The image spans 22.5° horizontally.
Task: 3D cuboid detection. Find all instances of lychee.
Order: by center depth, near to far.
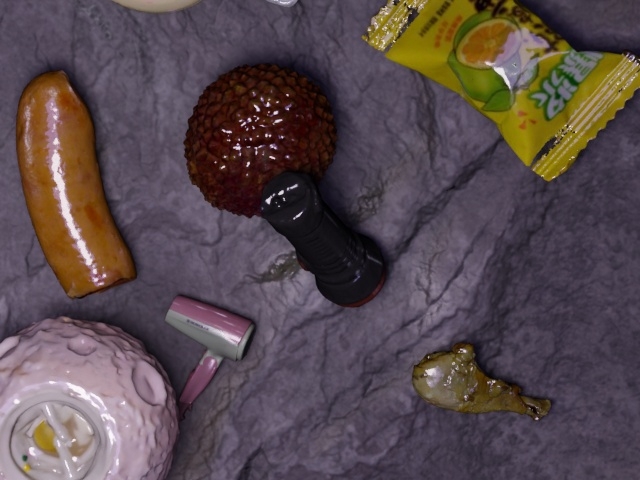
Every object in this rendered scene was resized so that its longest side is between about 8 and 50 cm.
[{"bbox_3d":[-0.068,-0.114,1.849,0.188,0.188,0.188,0,96,2],"label":"lychee"}]

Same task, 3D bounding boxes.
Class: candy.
[{"bbox_3d":[0.216,-0.220,1.880,0.297,0.081,0.187,40,96,8],"label":"candy"}]

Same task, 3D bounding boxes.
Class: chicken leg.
[{"bbox_3d":[0.196,0.174,1.930,0.178,0.070,0.093,22,114,-9],"label":"chicken leg"}]

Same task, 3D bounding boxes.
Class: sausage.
[{"bbox_3d":[-0.297,-0.066,1.901,0.109,0.109,0.270,-12,96,3],"label":"sausage"}]

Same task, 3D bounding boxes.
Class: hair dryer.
[{"bbox_3d":[-0.151,0.152,1.948,0.106,0.054,0.154,20,101,4],"label":"hair dryer"}]

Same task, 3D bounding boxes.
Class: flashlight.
[{"bbox_3d":[0.000,0.000,1.836,0.093,0.232,0.093,-10,63,21],"label":"flashlight"}]

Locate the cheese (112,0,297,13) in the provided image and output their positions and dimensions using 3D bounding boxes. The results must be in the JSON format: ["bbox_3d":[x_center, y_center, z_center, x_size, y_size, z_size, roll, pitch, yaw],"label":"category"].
[{"bbox_3d":[-0.156,-0.315,1.882,0.249,0.071,0.163,37,96,-3],"label":"cheese"}]

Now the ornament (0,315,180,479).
[{"bbox_3d":[-0.292,0.215,1.867,0.259,0.225,0.259,0,95,2],"label":"ornament"}]
